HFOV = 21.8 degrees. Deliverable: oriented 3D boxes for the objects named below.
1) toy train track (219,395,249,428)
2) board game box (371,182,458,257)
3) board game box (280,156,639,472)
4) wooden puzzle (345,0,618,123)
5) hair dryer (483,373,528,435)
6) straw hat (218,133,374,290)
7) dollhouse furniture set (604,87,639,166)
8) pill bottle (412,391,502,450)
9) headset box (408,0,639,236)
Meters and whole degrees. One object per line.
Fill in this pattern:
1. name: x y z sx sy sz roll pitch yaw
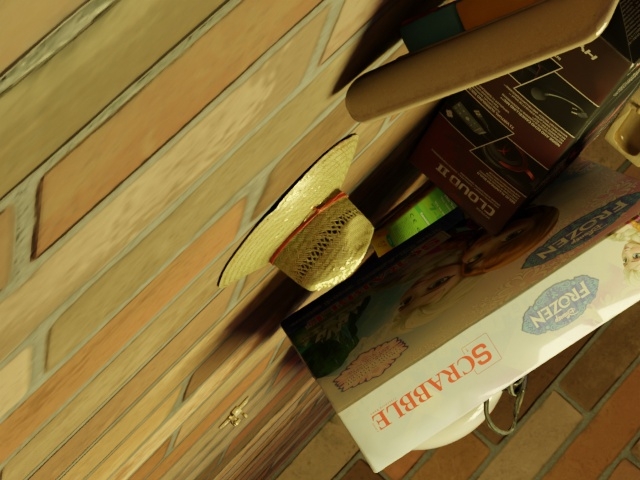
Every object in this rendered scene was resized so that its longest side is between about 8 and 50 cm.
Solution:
1. toy train track: -0.091 0.197 1.843 0.048 0.014 0.083 -46 173 -13
2. board game box: 0.143 -0.001 1.742 0.039 0.124 0.259 -21 -170 37
3. board game box: 0.132 0.045 1.442 0.319 0.066 0.318 -33 -166 -3
4. wooden puzzle: 0.150 -0.153 0.971 0.239 0.044 0.221 -34 -169 -36
5. hair dryer: 0.193 0.032 1.717 0.223 0.080 0.293 76 28 -61
6. straw hat: 0.000 0.000 1.153 0.144 0.061 0.144 -47 172 -9
7. dollhouse furniture set: 0.261 -0.115 1.726 0.123 0.151 0.144 -45 171 -17
8. pill bottle: 0.113 0.136 1.949 0.210 0.210 0.363 -48 173 -1
9. headset box: 0.210 -0.150 1.394 0.218 0.110 0.293 -43 171 -34
